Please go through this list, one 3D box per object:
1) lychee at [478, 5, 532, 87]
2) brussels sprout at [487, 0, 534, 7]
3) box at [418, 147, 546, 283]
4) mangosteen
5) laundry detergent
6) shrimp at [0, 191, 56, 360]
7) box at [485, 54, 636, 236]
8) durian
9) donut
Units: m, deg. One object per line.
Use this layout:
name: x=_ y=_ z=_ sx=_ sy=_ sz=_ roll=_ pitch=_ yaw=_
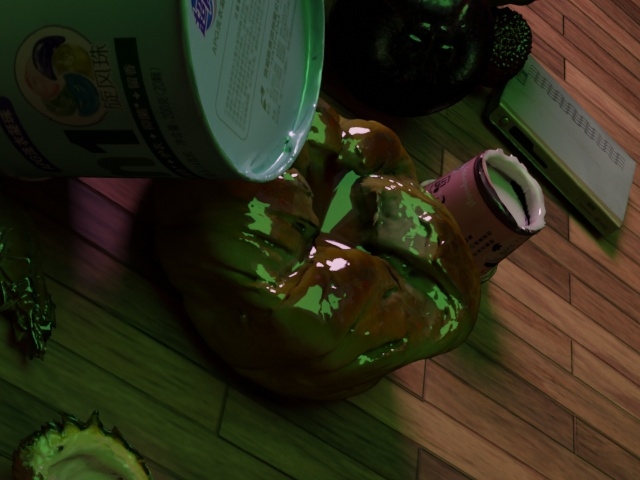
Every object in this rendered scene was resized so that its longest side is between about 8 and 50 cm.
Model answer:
lychee: x=0.244 y=-0.283 z=1.824 sx=0.129 sy=0.123 sz=0.123 roll=-37 pitch=89 yaw=-17
brussels sprout: x=0.215 y=-0.493 z=1.761 sx=0.361 sy=0.342 sz=0.425 roll=41 pitch=39 yaw=0
box: x=0.195 y=-0.031 z=1.553 sx=0.151 sy=0.135 sz=0.151 roll=27 pitch=45 yaw=-31
mangosteen: x=0.116 y=-0.265 z=1.612 sx=0.216 sy=0.216 sz=0.216 roll=27 pitch=44 yaw=-29
laundry detergent: x=-0.186 y=-0.193 z=1.104 sx=0.287 sy=0.305 sz=0.287 roll=1 pitch=90 yaw=-69
shrimp: x=-0.291 y=0.022 z=1.079 sx=0.124 sy=0.034 sz=0.178 roll=8 pitch=53 yaw=-39
box: x=0.367 y=-0.152 z=1.905 sx=0.270 sy=0.045 sz=0.211 roll=42 pitch=38 yaw=-13
durian: x=-0.186 y=0.249 z=0.978 sx=0.140 sy=0.078 sz=0.224 roll=13 pitch=61 yaw=-56
donut: x=0.000 y=0.000 z=1.296 sx=0.360 sy=0.170 sz=0.360 roll=25 pitch=46 yaw=-29
